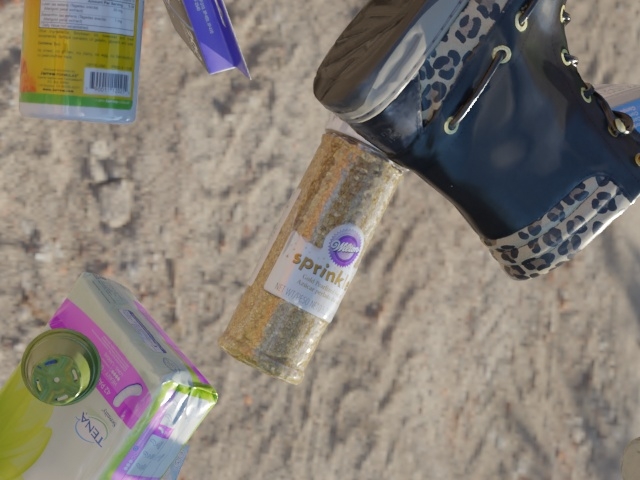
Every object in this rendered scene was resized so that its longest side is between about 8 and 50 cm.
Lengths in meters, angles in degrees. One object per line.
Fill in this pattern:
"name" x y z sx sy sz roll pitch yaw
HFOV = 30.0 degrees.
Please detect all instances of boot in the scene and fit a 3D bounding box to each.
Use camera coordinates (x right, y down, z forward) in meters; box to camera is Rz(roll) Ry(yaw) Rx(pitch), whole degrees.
"boot" 0.205 -0.172 1.071 0.377 0.138 0.284 -49 116 -10

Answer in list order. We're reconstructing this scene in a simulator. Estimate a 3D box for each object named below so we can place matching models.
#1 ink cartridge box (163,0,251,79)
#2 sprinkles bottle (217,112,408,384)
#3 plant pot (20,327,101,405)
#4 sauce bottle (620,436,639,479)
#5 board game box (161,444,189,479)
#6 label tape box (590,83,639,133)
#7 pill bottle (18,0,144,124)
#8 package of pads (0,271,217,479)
"ink cartridge box" -0.176 -0.329 1.589 0.045 0.208 0.206 -29 131 -11
"sprinkles bottle" 0.000 0.000 1.503 0.121 0.121 0.355 29 87 -51
"plant pot" -0.268 0.136 1.222 0.079 0.083 0.083 -159 -112 -81
"sauce bottle" 0.484 0.243 1.299 0.345 0.111 0.111 4 88 -27
"board game box" -0.206 0.320 1.593 0.020 0.090 0.090 24 65 -5
"label tape box" 0.444 -0.167 1.864 0.249 0.348 0.115 -20 103 -25
"pill bottle" -0.274 -0.261 1.383 0.136 0.136 0.245 -3 99 -54
"package of pads" -0.273 0.220 1.367 0.101 0.229 0.296 27 102 -49
